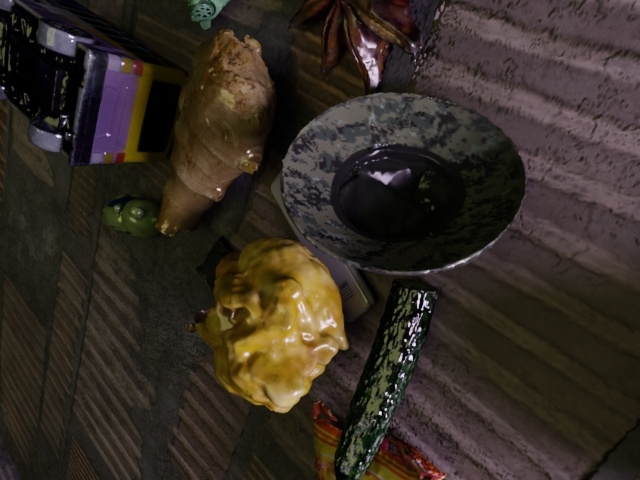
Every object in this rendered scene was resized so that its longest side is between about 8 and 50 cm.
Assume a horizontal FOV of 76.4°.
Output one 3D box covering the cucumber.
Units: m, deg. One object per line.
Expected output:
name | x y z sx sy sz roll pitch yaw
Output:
cucumber | 0.080 0.192 0.536 0.067 0.067 0.294 22 96 33

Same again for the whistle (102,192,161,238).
whistle | -0.410 -0.054 0.892 0.227 0.105 0.085 10 73 39

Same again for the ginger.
ginger | -0.209 -0.171 0.679 0.375 0.166 0.236 -31 87 30

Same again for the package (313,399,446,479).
package | 0.066 0.404 0.592 0.223 0.108 0.289 7 89 38

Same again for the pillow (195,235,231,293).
pillow | -0.173 0.071 0.756 0.150 0.048 0.090 48 124 24

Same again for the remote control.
remote control | 0.000 0.000 0.629 0.067 0.029 0.261 -45 69 41

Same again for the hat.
hat | 0.086 -0.044 0.480 0.265 0.265 0.128 43 155 24

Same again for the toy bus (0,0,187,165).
toy bus | -0.494 -0.344 0.810 0.439 0.249 0.209 36 117 21

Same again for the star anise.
star anise | 0.054 -0.320 0.506 0.272 0.102 0.272 40 145 35

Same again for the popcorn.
popcorn | -0.065 0.102 0.566 0.253 0.191 0.190 46 134 33

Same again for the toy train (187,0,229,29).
toy train | -0.176 -0.424 0.669 0.149 0.081 0.099 -16 87 32
